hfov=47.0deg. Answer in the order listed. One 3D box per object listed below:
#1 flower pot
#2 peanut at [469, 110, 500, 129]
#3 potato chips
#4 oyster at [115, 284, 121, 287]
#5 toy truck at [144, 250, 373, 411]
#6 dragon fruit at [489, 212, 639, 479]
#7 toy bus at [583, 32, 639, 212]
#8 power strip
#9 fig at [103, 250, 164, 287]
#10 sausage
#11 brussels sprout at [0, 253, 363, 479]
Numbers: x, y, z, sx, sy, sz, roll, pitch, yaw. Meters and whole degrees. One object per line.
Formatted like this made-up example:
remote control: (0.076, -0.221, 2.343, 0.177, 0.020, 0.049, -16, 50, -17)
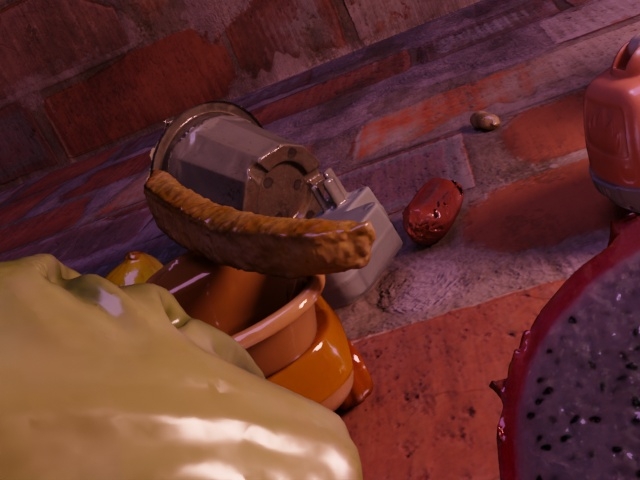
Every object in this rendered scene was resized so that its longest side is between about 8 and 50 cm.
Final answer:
flower pot: (-0.139, -0.106, 1.384, 0.290, 0.290, 0.259, -37, 38, -29)
peanut: (0.323, -0.235, 1.450, 0.037, 0.037, 0.083, -28, 28, -10)
potato chips: (-0.106, -0.018, 0.801, 0.080, 0.057, 0.407, -32, 30, -31)
oyster: (-0.233, 0.135, 0.696, 0.271, 0.275, 0.100, -14, -13, 20)
toy truck: (-0.076, 0.116, 0.828, 0.204, 0.212, 0.288, -28, 26, -13)
dragon fruit: (0.277, 0.131, 0.432, 0.305, 0.225, 0.306, -26, 48, 32)
toy bus: (0.457, -0.161, 0.890, 0.287, 0.232, 0.194, -26, 19, 0)
power strip: (0.000, 0.000, 1.076, 0.229, 0.141, 0.261, -21, 17, 39)
fig: (-0.314, 0.100, 1.241, 0.136, 0.121, 0.153, 1, 56, 38)
sausage: (0.173, -0.047, 1.126, 0.076, 0.076, 0.141, -10, 28, 32)
brussels sprout: (-0.214, 0.211, 0.379, 0.342, 0.361, 0.425, 42, 108, 48)
